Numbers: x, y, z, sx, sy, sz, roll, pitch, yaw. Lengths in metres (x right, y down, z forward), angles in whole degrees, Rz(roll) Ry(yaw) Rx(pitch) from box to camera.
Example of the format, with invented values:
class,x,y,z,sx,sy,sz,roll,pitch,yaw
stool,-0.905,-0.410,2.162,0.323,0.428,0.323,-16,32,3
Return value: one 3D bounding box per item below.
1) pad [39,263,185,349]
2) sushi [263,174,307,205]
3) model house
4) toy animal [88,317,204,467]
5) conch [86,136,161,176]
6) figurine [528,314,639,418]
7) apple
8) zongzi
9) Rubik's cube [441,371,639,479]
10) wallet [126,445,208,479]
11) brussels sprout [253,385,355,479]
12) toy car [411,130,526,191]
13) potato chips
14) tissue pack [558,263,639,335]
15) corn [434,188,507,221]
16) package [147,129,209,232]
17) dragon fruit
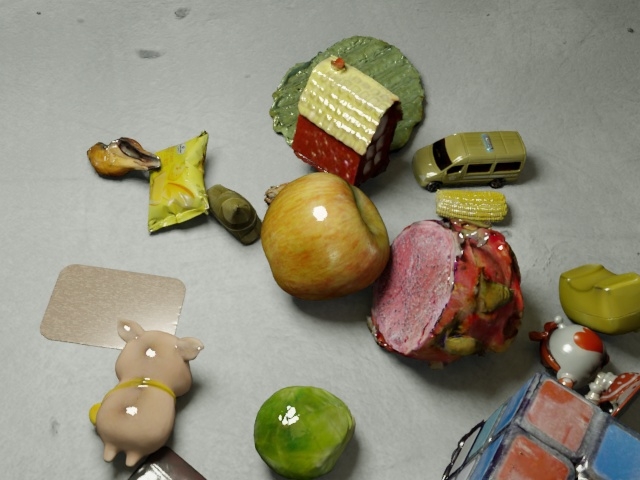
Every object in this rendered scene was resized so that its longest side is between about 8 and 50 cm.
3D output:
class,x,y,z,sx,sy,sz,roll,pitch,yaw
pad,-0.420,0.137,1.421,0.266,0.002,0.176,8,57,-1
sushi,-0.013,-0.092,1.555,0.226,0.097,0.103,-3,58,-9
model house,0.061,-0.261,1.495,0.196,0.254,0.160,36,58,18
toy animal,-0.324,0.283,1.263,0.165,0.149,0.248,17,65,-10
conch,-0.440,-0.186,1.562,0.232,0.080,0.086,-3,85,21
figurine,0.522,0.247,1.388,0.183,0.160,0.226,-35,59,-25
apple,0.000,0.000,1.403,0.264,0.264,0.264,3,58,-5
zongzi,-0.203,-0.081,1.484,0.160,0.176,0.078,39,82,21
Rubik's cube,0.365,0.480,1.087,0.358,0.363,0.362,35,57,10
wallet,-0.249,0.486,1.196,0.229,0.049,0.182,34,57,13
brussels sprout,-0.031,0.340,1.258,0.161,0.144,0.180,26,33,32
toy car,0.350,-0.194,1.645,0.256,0.124,0.101,-4,57,-10
potato chips,0.086,-0.349,1.744,0.429,0.070,0.358,-32,68,-22
tissue pack,0.586,0.127,1.443,0.123,0.178,0.127,-15,101,-15
corn,0.347,-0.082,1.611,0.165,0.063,0.085,6,67,-1
package,-0.313,-0.131,1.535,0.168,0.090,0.226,-20,60,16
dragon fruit,0.286,0.116,1.374,0.262,0.314,0.296,17,78,-26
